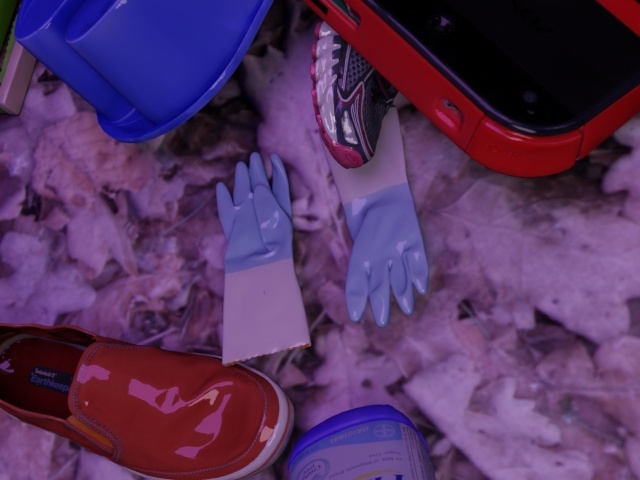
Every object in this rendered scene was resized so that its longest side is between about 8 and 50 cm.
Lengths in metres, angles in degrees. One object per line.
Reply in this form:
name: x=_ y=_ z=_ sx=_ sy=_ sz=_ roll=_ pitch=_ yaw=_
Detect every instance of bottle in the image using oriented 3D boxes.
bottle: x=0.036 y=0.230 z=0.691 sx=0.118 sy=0.092 sz=0.283 roll=-24 pitch=22 yaw=9

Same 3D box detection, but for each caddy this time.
caddy: x=-0.145 y=-0.264 z=0.989 sx=0.241 sy=0.179 sz=0.341 roll=16 pitch=75 yaw=47

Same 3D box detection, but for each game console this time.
game console: x=0.159 y=-0.259 z=0.864 sx=0.342 sy=0.060 sz=0.386 roll=-36 pitch=71 yaw=-23

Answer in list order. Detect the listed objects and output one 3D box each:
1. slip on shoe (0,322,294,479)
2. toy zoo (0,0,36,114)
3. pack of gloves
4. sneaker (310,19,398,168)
slip on shoe: x=-0.182 y=0.140 z=0.885 sx=0.331 sy=0.101 sz=0.123 roll=11 pitch=72 yaw=22
toy zoo: x=-0.461 y=-0.248 z=1.174 sx=0.293 sy=0.030 sz=0.193 roll=5 pitch=72 yaw=22
pack of gloves: x=0.000 y=0.000 z=0.916 sx=0.195 sy=0.046 sz=0.232 roll=-16 pitch=55 yaw=13
sneaker: x=0.073 y=-0.204 z=0.910 sx=0.112 sy=0.121 sz=0.299 roll=13 pitch=70 yaw=19
